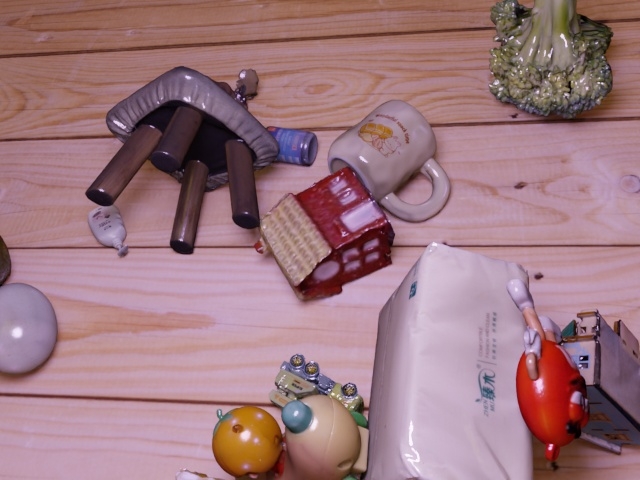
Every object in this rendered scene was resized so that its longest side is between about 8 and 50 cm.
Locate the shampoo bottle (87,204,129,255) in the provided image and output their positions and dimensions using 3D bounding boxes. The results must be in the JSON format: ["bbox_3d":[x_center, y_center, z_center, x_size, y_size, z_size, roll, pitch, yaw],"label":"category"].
[{"bbox_3d":[-0.486,-0.018,1.437,0.077,0.045,0.152,-29,57,-11],"label":"shampoo bottle"}]

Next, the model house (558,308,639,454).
[{"bbox_3d":[0.412,0.231,1.037,0.206,0.271,0.178,-18,46,42],"label":"model house"}]

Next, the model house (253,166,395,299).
[{"bbox_3d":[0.000,0.000,1.278,0.254,0.160,0.196,-27,55,-7],"label":"model house"}]

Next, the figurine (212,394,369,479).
[{"bbox_3d":[-0.063,0.330,0.970,0.222,0.324,0.124,24,51,-22],"label":"figurine"}]

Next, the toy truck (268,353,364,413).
[{"bbox_3d":[-0.012,0.287,1.126,0.169,0.077,0.100,25,60,23],"label":"toy truck"}]

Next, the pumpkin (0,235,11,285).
[{"bbox_3d":[-0.843,0.041,1.372,0.317,0.221,0.139,13,31,17],"label":"pumpkin"}]

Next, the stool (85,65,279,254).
[{"bbox_3d":[-0.288,-0.156,1.301,0.310,0.310,0.226,-20,47,36],"label":"stool"}]

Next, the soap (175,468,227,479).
[{"bbox_3d":[-0.118,0.440,0.911,0.174,0.274,0.089,16,53,19],"label":"soap"}]

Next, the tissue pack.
[{"bbox_3d":[0.194,0.241,0.977,0.207,0.297,0.380,14,55,-4],"label":"tissue pack"}]

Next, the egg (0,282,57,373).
[{"bbox_3d":[-0.618,0.174,1.262,0.151,0.151,0.209,-22,46,-6],"label":"egg"}]

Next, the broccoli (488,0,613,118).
[{"bbox_3d":[0.533,-0.450,1.448,0.277,0.317,0.338,1,15,25],"label":"broccoli"}]

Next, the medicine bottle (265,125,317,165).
[{"bbox_3d":[-0.112,-0.236,1.507,0.203,0.083,0.083,11,58,18],"label":"medicine bottle"}]

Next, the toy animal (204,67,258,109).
[{"bbox_3d":[-0.249,-0.374,1.593,0.094,0.214,0.186,27,94,34],"label":"toy animal"}]

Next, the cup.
[{"bbox_3d":[0.155,-0.160,1.390,0.202,0.255,0.173,-40,16,-20],"label":"cup"}]

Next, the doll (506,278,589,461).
[{"bbox_3d":[0.302,0.176,0.823,0.085,0.183,0.217,-19,44,31],"label":"doll"}]
